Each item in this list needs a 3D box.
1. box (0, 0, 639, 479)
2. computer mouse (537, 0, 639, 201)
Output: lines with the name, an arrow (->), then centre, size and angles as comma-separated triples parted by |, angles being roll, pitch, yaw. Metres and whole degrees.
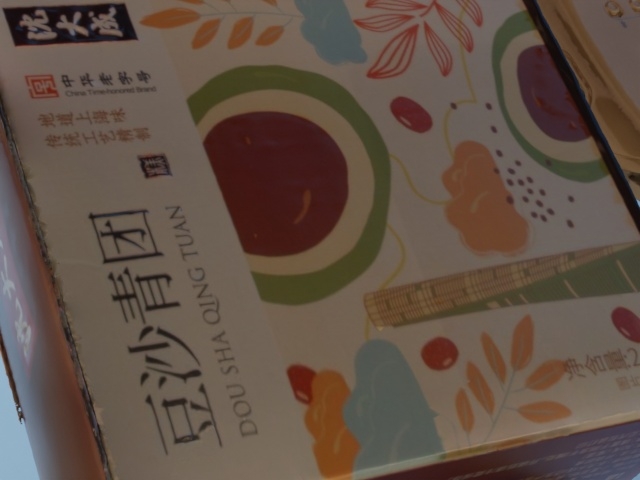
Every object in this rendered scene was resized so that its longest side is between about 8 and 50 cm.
box -> 0.000, 0.000, 0.898 | 0.122, 0.385, 0.345 | -57, -132, 52
computer mouse -> 0.250, -0.131, 1.200 | 0.237, 0.145, 0.082 | 63, -30, 25
